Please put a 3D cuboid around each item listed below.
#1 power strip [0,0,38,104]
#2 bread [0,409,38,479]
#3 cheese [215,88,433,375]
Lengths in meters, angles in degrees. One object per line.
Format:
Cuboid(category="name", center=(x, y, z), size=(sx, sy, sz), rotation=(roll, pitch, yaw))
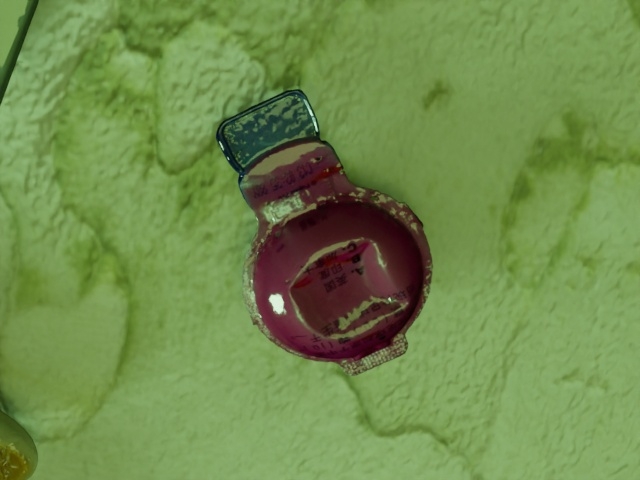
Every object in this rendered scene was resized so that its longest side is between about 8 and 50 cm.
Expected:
Cuboid(category="power strip", center=(-0.296, -0.180, 0.835), size=(0.224, 0.139, 0.140), rotation=(20, 109, -18))
Cuboid(category="bread", center=(-0.317, 0.127, 1.010), size=(0.214, 0.053, 0.073), rotation=(34, 100, -18))
Cuboid(category="cheese", center=(0.000, 0.000, 1.007), size=(0.155, 0.062, 0.244), rotation=(-26, 114, 1))
